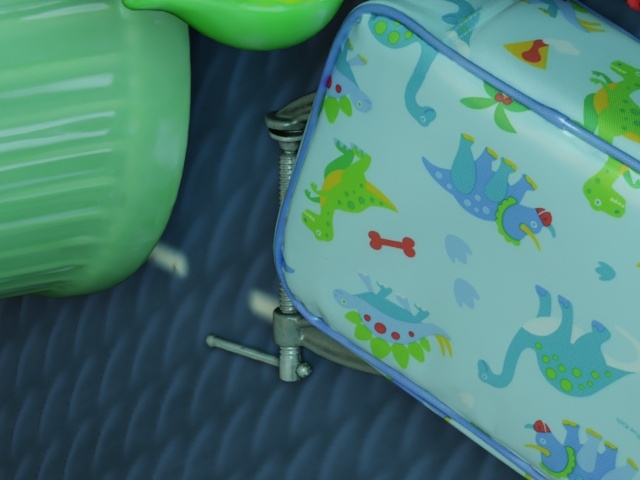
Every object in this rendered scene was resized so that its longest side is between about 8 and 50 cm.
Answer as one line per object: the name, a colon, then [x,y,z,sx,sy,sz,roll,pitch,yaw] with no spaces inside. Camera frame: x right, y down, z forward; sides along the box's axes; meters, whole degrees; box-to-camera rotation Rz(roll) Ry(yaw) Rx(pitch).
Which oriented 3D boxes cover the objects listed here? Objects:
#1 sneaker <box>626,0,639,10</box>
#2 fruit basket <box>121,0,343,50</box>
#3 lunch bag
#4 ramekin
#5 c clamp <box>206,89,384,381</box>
sneaker: [0.123,-0.091,0.584,0.221,0.128,0.087,30,123,30]
fruit basket: [-0.128,-0.231,0.578,0.283,0.392,0.392,17,115,39]
lunch bag: [0.090,0.005,0.656,0.219,0.090,0.176,34,132,20]
ramekin: [-0.204,-0.104,0.787,0.303,0.148,0.303,26,124,47]
c clamp: [0.000,0.000,0.786,0.137,0.022,0.161,19,116,32]
